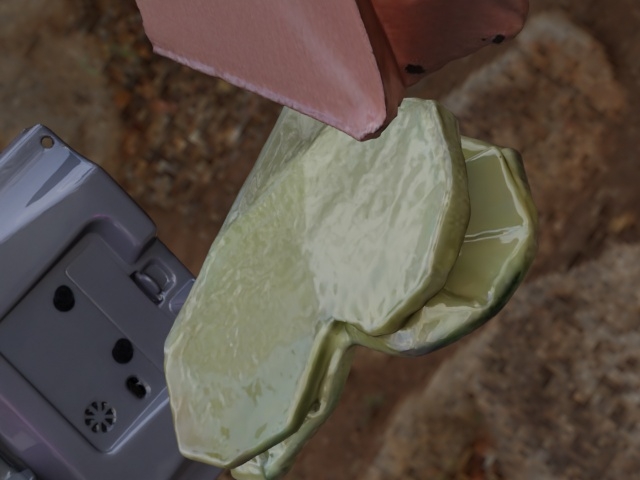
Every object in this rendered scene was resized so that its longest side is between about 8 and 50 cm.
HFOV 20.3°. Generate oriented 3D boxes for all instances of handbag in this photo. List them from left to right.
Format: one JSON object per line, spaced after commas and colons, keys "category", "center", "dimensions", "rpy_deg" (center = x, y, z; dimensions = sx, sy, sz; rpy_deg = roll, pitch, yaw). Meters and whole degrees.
{"category": "handbag", "center": [-0.037, -0.139, 0.490], "dimensions": [0.059, 0.212, 0.157], "rpy_deg": [-38, 33, -21]}

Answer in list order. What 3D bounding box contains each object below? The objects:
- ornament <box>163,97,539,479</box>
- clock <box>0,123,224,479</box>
{"category": "ornament", "center": [0.000, 0.000, 0.820], "dimensions": [0.201, 0.059, 0.180], "rpy_deg": [-41, 43, 29]}
{"category": "clock", "center": [-0.156, 0.073, 1.090], "dimensions": [0.186, 0.253, 0.083], "rpy_deg": [-49, 14, -22]}
